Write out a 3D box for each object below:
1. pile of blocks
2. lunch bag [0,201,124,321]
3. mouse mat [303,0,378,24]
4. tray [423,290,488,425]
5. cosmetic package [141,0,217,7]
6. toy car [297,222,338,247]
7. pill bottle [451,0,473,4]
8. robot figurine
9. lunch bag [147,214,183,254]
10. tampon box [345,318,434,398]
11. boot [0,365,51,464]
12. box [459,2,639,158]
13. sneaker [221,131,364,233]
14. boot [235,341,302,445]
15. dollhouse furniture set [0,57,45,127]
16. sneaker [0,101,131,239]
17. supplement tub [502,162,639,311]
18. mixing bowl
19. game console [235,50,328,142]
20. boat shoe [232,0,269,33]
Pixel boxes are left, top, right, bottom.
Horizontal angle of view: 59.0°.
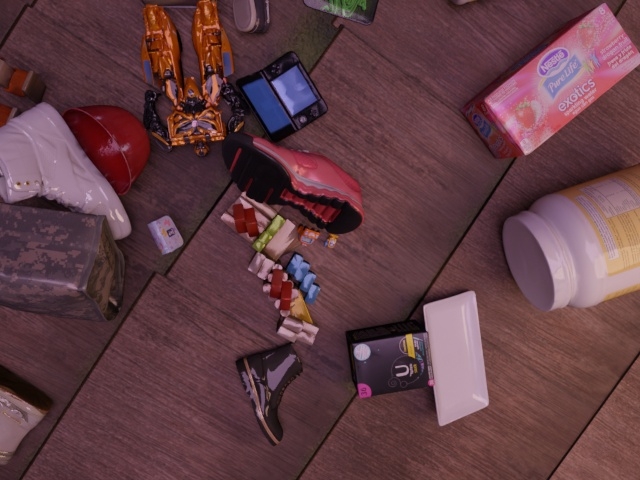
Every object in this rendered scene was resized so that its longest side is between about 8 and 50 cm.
[{"bbox_3d":[-0.076,0.052,1.154,0.149,0.112,0.362,-27,98,-2],"label":"pile of blocks"},{"bbox_3d":[-0.504,0.056,1.050,0.235,0.287,0.168,8,65,-7],"label":"lunch bag"},{"bbox_3d":[0.058,-0.552,1.154,0.153,0.007,0.189,15,95,-7],"label":"mouse mat"},{"bbox_3d":[0.290,0.253,1.234,0.145,0.030,0.270,-12,98,-25],"label":"tray"},{"bbox_3d":[-0.274,-0.603,1.057,0.153,0.129,0.296,-1,96,-7],"label":"cosmetic package"},{"bbox_3d":[0.000,0.000,1.157,0.122,0.060,0.040,19,93,-40],"label":"toy car"},{"bbox_3d":[0.358,-0.556,1.125,0.215,0.117,0.117,-18,97,-3],"label":"pill bottle"},{"bbox_3d":[-0.256,-0.310,1.112,0.211,0.085,0.290,-8,97,-3],"label":"robot figurine"},{"bbox_3d":[-0.311,-0.012,1.139,0.053,0.083,0.071,-26,97,-2],"label":"lunch bag"},{"bbox_3d":[0.145,0.248,1.200,0.161,0.101,0.120,-9,97,-4],"label":"tampon box"},{"bbox_3d":[-0.685,0.344,1.148,0.213,0.077,0.165,37,94,-11],"label":"boot"},{"bbox_3d":[0.457,-0.312,1.143,0.300,0.154,0.142,-39,98,1],"label":"box"},{"bbox_3d":[-0.050,-0.131,1.132,0.314,0.136,0.116,29,133,-16],"label":"sneaker"},{"bbox_3d":[-0.082,0.323,1.205,0.137,0.077,0.197,-22,99,-8],"label":"boot"},{"bbox_3d":[-0.695,-0.249,1.077,0.262,0.135,0.259,20,83,-7],"label":"dollhouse furniture set"},{"bbox_3d":[-0.497,-0.089,1.053,0.169,0.108,0.292,-48,115,-40],"label":"sneaker"},{"bbox_3d":[0.569,-0.005,1.143,0.332,0.241,0.241,-18,97,-3],"label":"supplement tub"},{"bbox_3d":[-0.396,-0.188,1.087,0.181,0.181,0.098,50,50,-8],"label":"mixing bowl"},{"bbox_3d":[-0.074,-0.287,1.127,0.124,0.085,0.144,-30,99,15],"label":"game console"},{"bbox_3d":[-0.136,-0.513,1.125,0.065,0.075,0.206,-4,92,-48],"label":"boat shoe"}]
